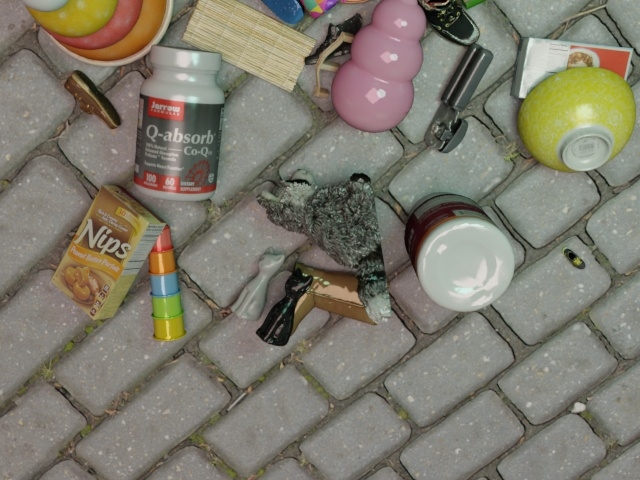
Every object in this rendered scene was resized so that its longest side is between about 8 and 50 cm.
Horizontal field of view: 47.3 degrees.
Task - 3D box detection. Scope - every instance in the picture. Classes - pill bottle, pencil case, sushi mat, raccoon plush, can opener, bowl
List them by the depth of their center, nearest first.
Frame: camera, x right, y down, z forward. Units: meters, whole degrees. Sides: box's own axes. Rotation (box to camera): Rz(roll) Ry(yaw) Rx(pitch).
[{"bbox_3d":[-0.035,-0.651,1.754,0.104,0.104,0.236,-36,103,9],"label":"pencil case"},{"bbox_3d":[0.642,-0.262,1.802,0.290,0.156,0.289,2,136,2],"label":"bowl"},{"bbox_3d":[0.327,0.009,1.818,0.224,0.392,0.224,0,105,1],"label":"pill bottle"},{"bbox_3d":[-0.350,-0.294,1.828,0.210,0.210,0.362,7,106,-2],"label":"pill bottle"},{"bbox_3d":[0.000,0.000,1.831,0.299,0.446,0.216,-9,139,3],"label":"raccoon plush"},{"bbox_3d":[-0.184,-0.513,1.866,0.317,0.019,0.151,25,105,-7],"label":"sushi mat"},{"bbox_3d":[0.363,-0.359,1.881,0.095,0.076,0.283,12,115,-37],"label":"can opener"}]

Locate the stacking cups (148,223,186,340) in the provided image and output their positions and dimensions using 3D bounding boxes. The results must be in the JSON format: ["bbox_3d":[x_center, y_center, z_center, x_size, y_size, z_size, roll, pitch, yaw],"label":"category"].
[{"bbox_3d":[-0.424,0.113,2.013,0.096,0.096,0.316,-1,102,0],"label":"stacking cups"}]

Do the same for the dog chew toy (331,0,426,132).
[{"bbox_3d":[0.152,-0.431,1.766,0.207,0.206,0.331,17,121,-5],"label":"dog chew toy"}]

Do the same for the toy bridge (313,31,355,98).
[{"bbox_3d":[0.022,-0.438,1.836,0.063,0.026,0.188,5,133,-29],"label":"toy bridge"}]

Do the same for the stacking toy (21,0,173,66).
[{"bbox_3d":[-0.536,-0.554,1.615,0.351,0.480,0.350,0,106,0],"label":"stacking toy"}]

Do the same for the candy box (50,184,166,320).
[{"bbox_3d":[-0.567,0.032,1.950,0.183,0.087,0.316,37,105,18],"label":"candy box"}]

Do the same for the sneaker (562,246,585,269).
[{"bbox_3d":[0.699,0.054,2.014,0.083,0.035,0.031,39,103,-10],"label":"sneaker"}]

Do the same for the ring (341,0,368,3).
[{"bbox_3d":[0.075,-0.755,1.791,0.337,0.032,0.336,0,105,-1],"label":"ring"}]

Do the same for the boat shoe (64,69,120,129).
[{"bbox_3d":[-0.589,-0.355,1.891,0.060,0.064,0.178,-39,96,15],"label":"boat shoe"}]

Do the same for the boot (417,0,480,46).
[{"bbox_3d":[0.302,-0.553,1.770,0.236,0.178,0.085,38,103,-11],"label":"boot"}]

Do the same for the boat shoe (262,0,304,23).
[{"bbox_3d":[-0.140,-0.641,1.798,0.109,0.089,0.258,-29,109,21],"label":"boat shoe"}]

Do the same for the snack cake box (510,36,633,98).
[{"bbox_3d":[0.632,-0.425,1.852,0.264,0.089,0.152,6,104,-2],"label":"snack cake box"}]

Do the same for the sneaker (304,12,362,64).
[{"bbox_3d":[0.030,-0.508,1.849,0.170,0.051,0.089,-18,110,-4],"label":"sneaker"}]

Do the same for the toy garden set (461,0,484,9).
[{"bbox_3d":[0.387,-0.708,1.748,0.204,0.049,0.244,-26,82,0],"label":"toy garden set"}]

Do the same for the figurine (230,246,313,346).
[{"bbox_3d":[-0.126,0.142,1.967,0.092,0.215,0.209,19,102,-46],"label":"figurine"}]

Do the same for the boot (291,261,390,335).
[{"bbox_3d":[0.035,0.193,2.029,0.270,0.089,0.236,14,106,-5],"label":"boot"}]
